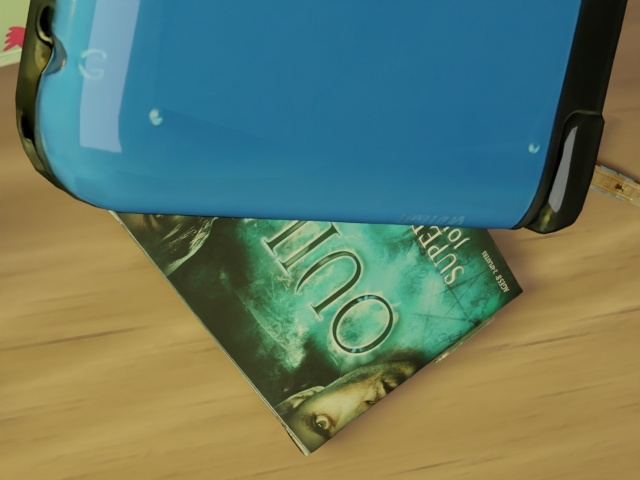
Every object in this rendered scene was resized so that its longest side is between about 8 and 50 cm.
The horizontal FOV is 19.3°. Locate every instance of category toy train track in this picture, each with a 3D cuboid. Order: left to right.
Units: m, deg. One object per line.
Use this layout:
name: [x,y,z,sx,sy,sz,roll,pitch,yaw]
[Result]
toy train track: [0.122,-0.031,0.854,0.083,0.014,0.048,19,104,-45]

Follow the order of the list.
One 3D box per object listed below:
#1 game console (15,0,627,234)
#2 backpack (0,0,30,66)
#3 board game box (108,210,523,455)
game console: [0.018,-0.164,0.537,0.250,0.173,0.293,2,105,-36]
backpack: [-0.150,-0.158,0.491,0.225,0.191,0.254,-16,124,-19]
board game box: [0.000,0.000,0.794,0.126,0.026,0.186,-37,133,-2]
